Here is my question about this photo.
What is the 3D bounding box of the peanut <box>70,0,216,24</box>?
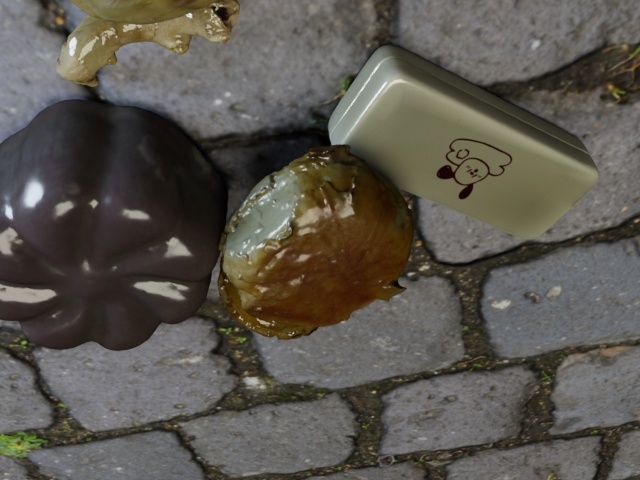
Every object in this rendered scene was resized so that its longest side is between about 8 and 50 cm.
[{"bbox_3d":[-0.164,-0.287,0.562,0.196,0.110,0.233,-28,127,14],"label":"peanut"}]

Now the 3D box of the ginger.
[{"bbox_3d":[-0.142,-0.213,0.675,0.288,0.075,0.089,-23,97,16],"label":"ginger"}]

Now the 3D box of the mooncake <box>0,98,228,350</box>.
[{"bbox_3d":[-0.255,-0.002,0.819,0.305,0.154,0.306,-4,138,-4],"label":"mooncake"}]

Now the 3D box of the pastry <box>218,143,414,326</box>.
[{"bbox_3d":[0.000,0.000,0.777,0.218,0.100,0.229,-3,135,-19],"label":"pastry"}]

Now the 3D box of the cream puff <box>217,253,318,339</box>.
[{"bbox_3d":[-0.059,0.051,0.905,0.150,0.165,0.115,-29,-178,-31],"label":"cream puff"}]

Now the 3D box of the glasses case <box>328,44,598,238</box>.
[{"bbox_3d":[0.170,-0.106,0.824,0.312,0.070,0.131,20,129,-25],"label":"glasses case"}]
